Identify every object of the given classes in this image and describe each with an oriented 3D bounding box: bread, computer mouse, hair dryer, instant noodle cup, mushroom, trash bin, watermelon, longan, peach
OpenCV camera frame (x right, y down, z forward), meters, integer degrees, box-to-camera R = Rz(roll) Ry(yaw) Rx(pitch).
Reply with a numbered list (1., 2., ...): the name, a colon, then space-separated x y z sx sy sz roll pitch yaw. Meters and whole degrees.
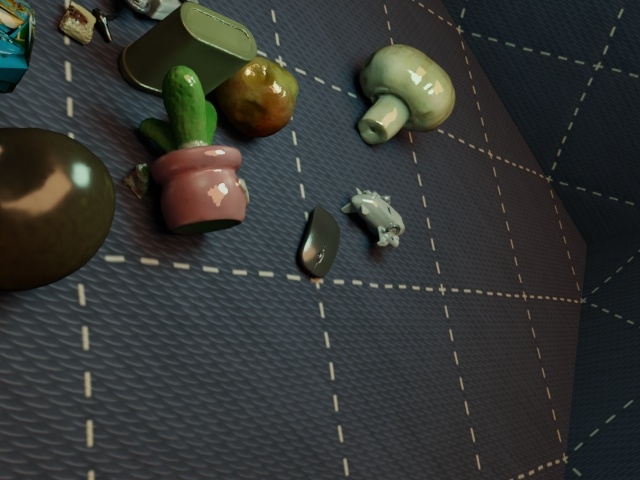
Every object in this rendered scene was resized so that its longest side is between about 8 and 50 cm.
1. bread: -0.550 -0.494 1.403 0.070 0.035 0.083 33 47 -38
2. computer mouse: 0.001 -0.001 1.794 0.120 0.057 0.232 43 44 -27
3. hair dryer: -0.505 -0.520 1.479 0.079 0.031 0.083 68 29 -18
4. instant noodle cup: -0.634 -0.379 1.102 0.178 0.240 0.240 15 62 -47
5. mushroom: 0.302 -0.520 2.176 0.353 0.325 0.353 27 56 -49
6. trash bin: -0.315 -0.444 1.486 0.243 0.247 0.121 9 68 -49
7. watermelon: -0.418 -0.144 1.395 0.061 0.085 0.085 -6 75 -20
8. longan: -0.523 -0.053 1.050 0.350 0.288 0.288 -11 81 -40
9. peach: -0.181 -0.402 1.668 0.235 0.214 0.214 32 50 -22

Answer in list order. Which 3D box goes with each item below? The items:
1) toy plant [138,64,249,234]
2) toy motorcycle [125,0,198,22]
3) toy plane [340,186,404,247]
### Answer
1. toy plant: -0.291 -0.192 1.448 0.317 0.211 0.356 72 0 -84
2. toy motorcycle: -0.422 -0.638 1.572 0.171 0.110 0.260 56 33 4
3. toy plane: 0.180 -0.076 2.000 0.245 0.117 0.244 42 26 -26
